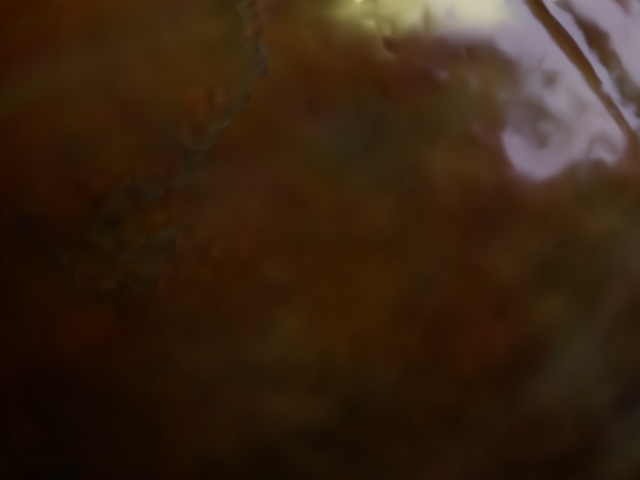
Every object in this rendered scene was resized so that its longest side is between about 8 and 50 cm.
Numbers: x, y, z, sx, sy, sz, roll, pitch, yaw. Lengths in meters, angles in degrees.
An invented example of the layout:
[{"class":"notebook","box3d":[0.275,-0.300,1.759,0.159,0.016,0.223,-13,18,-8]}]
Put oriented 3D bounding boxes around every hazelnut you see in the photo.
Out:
[{"class":"hazelnut","box3d":[0.023,0.009,0.640,0.359,0.359,0.409,60,9,30]}]
